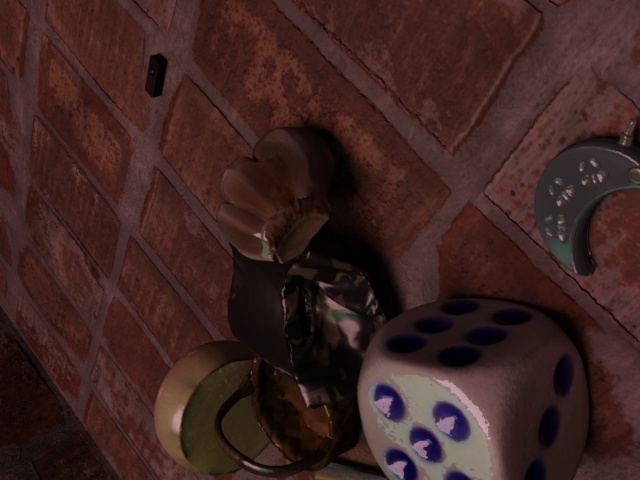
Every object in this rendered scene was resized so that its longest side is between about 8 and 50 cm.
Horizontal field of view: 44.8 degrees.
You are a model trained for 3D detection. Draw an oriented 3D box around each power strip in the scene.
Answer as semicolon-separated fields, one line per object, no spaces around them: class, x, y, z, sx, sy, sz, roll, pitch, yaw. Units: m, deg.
power strip;0.410;-0.070;1.153;0.167;0.054;0.253;46;140;18
power strip;-0.401;-0.400;1.889;0.038;0.029;0.111;45;139;21

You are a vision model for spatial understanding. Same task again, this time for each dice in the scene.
dice;0.264;0.288;1.352;0.304;0.277;0.304;9;119;48

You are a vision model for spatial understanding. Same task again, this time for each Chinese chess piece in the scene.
Chinese chess piece;-0.250;0.420;1.950;0.140;0.338;0.338;22;127;48

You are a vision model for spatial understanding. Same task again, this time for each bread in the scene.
bread;0.000;0.000;1.659;0.108;0.062;0.043;3;126;0

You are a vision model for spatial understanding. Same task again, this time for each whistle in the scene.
whistle;0.090;0.577;1.886;0.326;0.057;0.068;-4;105;50

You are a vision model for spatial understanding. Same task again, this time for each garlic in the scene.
garlic;-0.096;-0.104;1.547;0.132;0.279;0.325;43;-178;-42

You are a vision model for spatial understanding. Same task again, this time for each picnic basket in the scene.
picnic basket;-0.089;0.408;1.783;0.293;0.337;0.337;30;131;34

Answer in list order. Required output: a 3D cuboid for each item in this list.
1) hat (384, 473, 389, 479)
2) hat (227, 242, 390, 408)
hat;0.199;0.462;1.644;0.265;0.128;0.266;26;132;33
hat;-0.034;0.130;1.668;0.381;0.257;0.366;44;134;53
